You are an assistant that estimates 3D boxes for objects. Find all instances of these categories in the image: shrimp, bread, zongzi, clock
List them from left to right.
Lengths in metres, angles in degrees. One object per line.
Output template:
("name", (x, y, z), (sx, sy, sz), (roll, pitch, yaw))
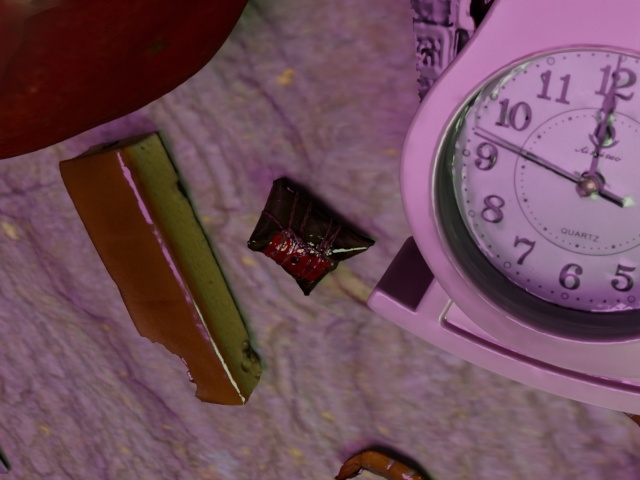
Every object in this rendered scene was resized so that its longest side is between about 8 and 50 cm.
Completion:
("bread", (-0.123, 0.027, 0.843), (0.088, 0.049, 0.226), (-8, 112, 39))
("zongzi", (0.000, 0.000, 0.746), (0.073, 0.067, 0.083), (-17, 124, 30))
("shrimp", (0.050, 0.220, 0.849), (0.091, 0.025, 0.127), (26, 125, 22))
("clock", (0.187, -0.039, 0.523), (0.290, 0.080, 0.275), (18, 119, 14))

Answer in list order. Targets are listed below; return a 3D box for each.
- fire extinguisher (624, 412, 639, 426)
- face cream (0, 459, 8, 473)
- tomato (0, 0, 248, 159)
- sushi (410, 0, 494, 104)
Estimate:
("fire extinguisher", (0.175, 0.073, 0.647), (0.177, 0.062, 0.050), (41, 175, 10))
("face cream", (-0.459, 0.158, 1.155), (0.154, 0.096, 0.274), (-7, 125, 36))
("tomato", (-0.190, -0.201, 0.597), (0.290, 0.293, 0.325), (49, 122, 9))
("sushi", (0.123, -0.088, 0.603), (0.139, 0.031, 0.201), (6, 117, 26))
